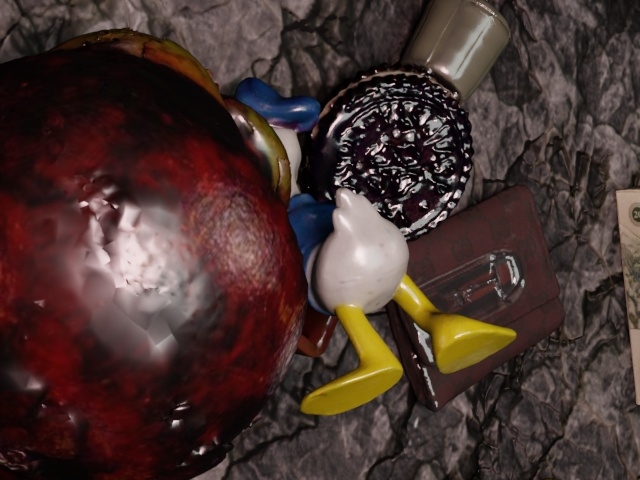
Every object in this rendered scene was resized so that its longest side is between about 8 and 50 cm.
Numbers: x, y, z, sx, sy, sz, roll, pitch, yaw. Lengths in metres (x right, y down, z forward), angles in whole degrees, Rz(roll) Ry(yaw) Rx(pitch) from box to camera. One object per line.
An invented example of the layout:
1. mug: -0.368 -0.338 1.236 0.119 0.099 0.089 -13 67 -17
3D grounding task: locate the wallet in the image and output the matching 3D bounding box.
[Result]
1. wallet: 0.167 0.056 2.110 0.229 0.049 0.182 -28 105 -37

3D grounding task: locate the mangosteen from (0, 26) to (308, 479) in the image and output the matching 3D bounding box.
1. mangosteen: -0.196 0.021 1.641 0.381 0.421 0.381 -1 112 -2

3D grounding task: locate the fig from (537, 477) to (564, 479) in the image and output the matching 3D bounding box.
1. fig: 0.264 0.301 2.165 0.084 0.098 0.082 48 61 -43

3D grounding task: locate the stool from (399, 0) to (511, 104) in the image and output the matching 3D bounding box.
1. stool: 0.137 -0.199 2.047 0.096 0.096 0.110 41 72 -32

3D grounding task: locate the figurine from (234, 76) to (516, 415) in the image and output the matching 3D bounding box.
1. figurine: 0.000 0.000 1.863 0.205 0.283 0.338 -15 74 -24

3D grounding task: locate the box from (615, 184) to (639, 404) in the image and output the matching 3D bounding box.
1. box: 0.435 0.054 2.311 0.164 0.069 0.256 -13 100 -38

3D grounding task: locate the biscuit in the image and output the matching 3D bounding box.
1. biscuit: 0.068 -0.084 1.989 0.195 0.053 0.194 -9 114 -22
